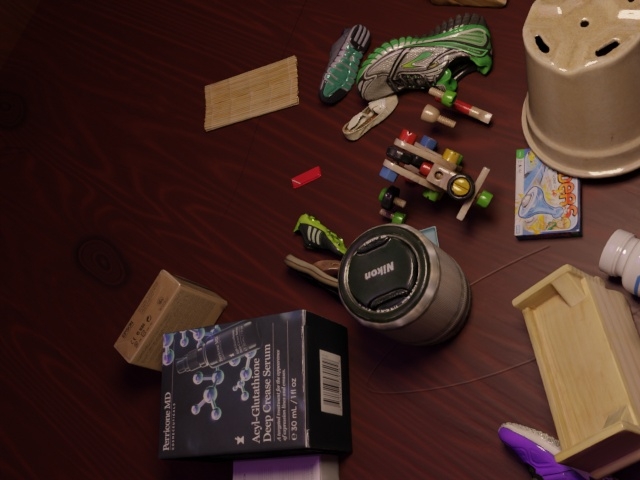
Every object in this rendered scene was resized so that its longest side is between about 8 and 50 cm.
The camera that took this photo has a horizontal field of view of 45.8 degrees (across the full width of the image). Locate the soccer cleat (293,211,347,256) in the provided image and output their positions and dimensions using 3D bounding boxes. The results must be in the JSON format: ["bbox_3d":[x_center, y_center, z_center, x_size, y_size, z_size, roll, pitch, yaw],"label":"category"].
[{"bbox_3d":[0.000,0.000,1.866,0.179,0.060,0.072,42,106,40],"label":"soccer cleat"}]

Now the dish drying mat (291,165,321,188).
[{"bbox_3d":[-0.037,-0.164,1.969,0.083,0.008,0.032,-24,62,22],"label":"dish drying mat"}]

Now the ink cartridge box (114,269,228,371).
[{"bbox_3d":[-0.377,0.212,1.923,0.088,0.193,0.234,33,91,36],"label":"ink cartridge box"}]

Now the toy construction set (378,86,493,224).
[{"bbox_3d":[0.295,-0.173,1.682,0.237,0.257,0.309,27,77,17],"label":"toy construction set"}]

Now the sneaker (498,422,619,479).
[{"bbox_3d":[0.441,0.460,1.415,0.293,0.102,0.146,29,90,34],"label":"sneaker"}]

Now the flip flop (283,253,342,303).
[{"bbox_3d":[0.030,0.083,1.797,0.277,0.112,0.080,25,72,39],"label":"flip flop"}]

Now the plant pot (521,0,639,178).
[{"bbox_3d":[0.538,-0.339,1.490,0.334,0.305,0.334,-11,61,21],"label":"plant pot"}]

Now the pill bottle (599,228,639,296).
[{"bbox_3d":[0.647,0.060,1.421,0.221,0.124,0.124,29,89,34],"label":"pill bottle"}]

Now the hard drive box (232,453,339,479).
[{"bbox_3d":[-0.077,0.575,1.684,0.232,0.089,0.181,-12,68,27],"label":"hard drive box"}]

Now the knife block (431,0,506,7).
[{"bbox_3d":[0.297,-0.659,1.807,0.276,0.242,0.088,15,82,33],"label":"knife block"}]

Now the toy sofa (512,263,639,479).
[{"bbox_3d":[0.499,0.240,1.398,0.150,0.177,0.362,-43,37,36],"label":"toy sofa"}]

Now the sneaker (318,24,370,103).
[{"bbox_3d":[0.050,-0.461,1.997,0.098,0.083,0.223,24,83,57],"label":"sneaker"}]

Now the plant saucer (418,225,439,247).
[{"bbox_3d":[0.186,0.025,1.767,0.192,0.018,0.067,-17,65,24],"label":"plant saucer"}]

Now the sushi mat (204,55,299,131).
[{"bbox_3d":[-0.198,-0.412,2.143,0.316,0.019,0.151,-12,66,26],"label":"sushi mat"}]

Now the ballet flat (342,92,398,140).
[{"bbox_3d":[0.125,-0.314,1.900,0.168,0.052,0.057,-43,56,10],"label":"ballet flat"}]

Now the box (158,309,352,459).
[{"bbox_3d":[-0.150,0.344,1.735,0.395,0.212,0.293,-13,68,27],"label":"box"}]

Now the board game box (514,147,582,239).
[{"bbox_3d":[0.489,-0.104,1.625,0.136,0.035,0.201,-5,70,29],"label":"board game box"}]

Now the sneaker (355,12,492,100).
[{"bbox_3d":[0.243,-0.413,1.813,0.343,0.134,0.146,-19,66,20],"label":"sneaker"}]

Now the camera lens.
[{"bbox_3d":[0.180,0.099,1.589,0.219,0.274,0.219,-11,68,27],"label":"camera lens"}]
